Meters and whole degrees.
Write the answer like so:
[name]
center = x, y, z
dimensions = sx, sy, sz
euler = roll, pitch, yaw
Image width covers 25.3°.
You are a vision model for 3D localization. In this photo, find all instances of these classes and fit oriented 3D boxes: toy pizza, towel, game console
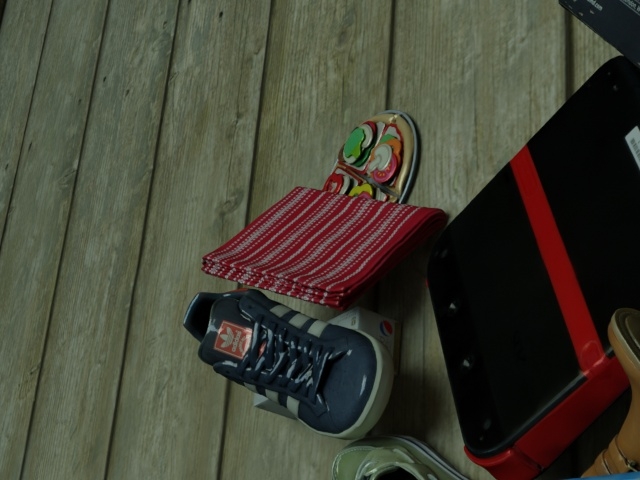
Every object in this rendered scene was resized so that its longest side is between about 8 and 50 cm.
[toy pizza]
center = 0.056, -0.083, 1.881
dimensions = 0.201, 0.032, 0.201
euler = -38, 40, 40
[towel]
center = 0.000, 0.000, 1.758
dimensions = 0.275, 0.031, 0.199
euler = 12, 42, 46
[game console]
center = 0.247, 0.026, 1.440
dimensions = 0.342, 0.060, 0.386
euler = -47, 28, 25

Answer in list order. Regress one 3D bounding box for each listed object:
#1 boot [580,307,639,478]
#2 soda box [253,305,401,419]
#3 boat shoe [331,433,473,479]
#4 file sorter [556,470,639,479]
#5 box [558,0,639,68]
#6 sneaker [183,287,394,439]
[boot]
center = 0.275, 0.169, 1.226
dimensions = 0.197, 0.073, 0.152
euler = 56, 135, 12
[soda box]
center = 0.006, 0.154, 1.756
dimensions = 0.216, 0.069, 0.073
euler = -30, 47, 47
[boat shoe]
center = 0.088, 0.263, 1.520
dimensions = 0.302, 0.094, 0.109
euler = 8, 76, 59
[file sorter]
center = 0.245, 0.274, 1.196
dimensions = 0.104, 0.118, 0.170
euler = -43, 14, -35
[box]
center = 0.410, -0.222, 1.138
dimensions = 0.294, 0.296, 0.182
euler = -57, 30, 16
[sneaker]
center = -0.052, 0.133, 1.646
dimensions = 0.350, 0.148, 0.131
euler = 14, 83, 59
